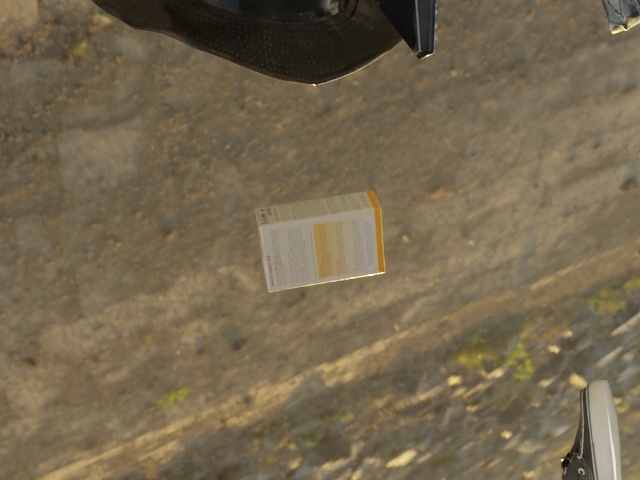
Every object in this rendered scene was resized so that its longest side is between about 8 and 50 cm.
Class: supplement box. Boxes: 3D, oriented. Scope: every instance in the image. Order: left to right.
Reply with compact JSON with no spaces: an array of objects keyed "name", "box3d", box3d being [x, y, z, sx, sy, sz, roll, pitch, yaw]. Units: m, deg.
[{"name":"supplement box","box3d":[0.000,0.000,0.778,0.098,0.036,0.062,-9,120,-6]}]

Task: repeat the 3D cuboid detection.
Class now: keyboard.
[{"name":"keyboard","box3d":[0.042,-0.209,0.648,0.023,0.180,0.108,-17,131,-8]}]

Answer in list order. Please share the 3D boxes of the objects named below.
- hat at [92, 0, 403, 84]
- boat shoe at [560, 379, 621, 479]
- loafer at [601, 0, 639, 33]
[{"name":"hat","box3d":[-0.048,-0.281,0.891,0.331,0.331,0.134,-11,134,-33]},{"name":"boat shoe","box3d":[0.189,0.169,0.675,0.040,0.142,0.049,-4,-179,23]},{"name":"loafer","box3d":[0.287,-0.295,1.003,0.061,0.170,0.062,-36,172,36]}]
